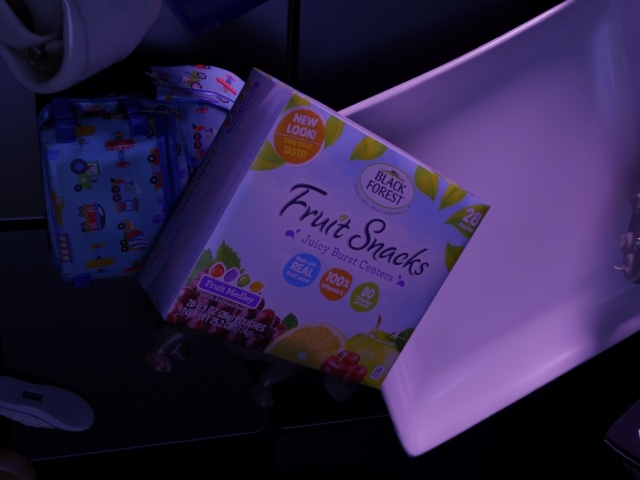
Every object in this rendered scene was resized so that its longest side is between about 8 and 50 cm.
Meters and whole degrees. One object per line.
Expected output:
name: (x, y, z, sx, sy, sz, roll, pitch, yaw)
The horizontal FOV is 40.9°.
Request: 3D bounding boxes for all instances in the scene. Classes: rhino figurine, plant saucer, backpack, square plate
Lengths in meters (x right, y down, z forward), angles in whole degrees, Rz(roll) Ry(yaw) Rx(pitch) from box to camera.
rhino figurine: (-0.034, 0.092, 0.773, 0.243, 0.073, 0.106, 24, 101, -30)
plant saucer: (-0.307, 0.228, 0.793, 0.083, 0.015, 0.083, -7, 119, -14)
backpack: (-0.120, -0.052, 0.646, 0.173, 0.117, 0.158, -4, 119, -18)
square plate: (0.169, -0.017, 0.769, 0.347, 0.049, 0.344, -27, 118, -9)

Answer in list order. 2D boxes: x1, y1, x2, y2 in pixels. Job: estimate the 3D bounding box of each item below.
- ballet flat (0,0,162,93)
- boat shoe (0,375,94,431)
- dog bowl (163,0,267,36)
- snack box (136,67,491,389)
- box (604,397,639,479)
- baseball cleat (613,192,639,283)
ballet flat: (-0.238, -0.248, 0.477, 0.139, 0.139, 0.400, -34, 124, 2)
boat shoe: (-0.252, 0.150, 0.761, 0.100, 0.035, 0.035, 23, 135, -30)
dog bowl: (-0.093, -0.249, 0.461, 0.104, 0.265, 0.265, -30, 122, 3)
snack box: (0.000, 0.000, 0.628, 0.207, 0.070, 0.174, 25, 100, -38)
box: (0.512, 0.169, 0.831, 0.395, 0.097, 0.318, -44, 108, -5)
baseball cleat: (0.336, -0.050, 0.742, 0.109, 0.072, 0.206, 14, 105, -6)
